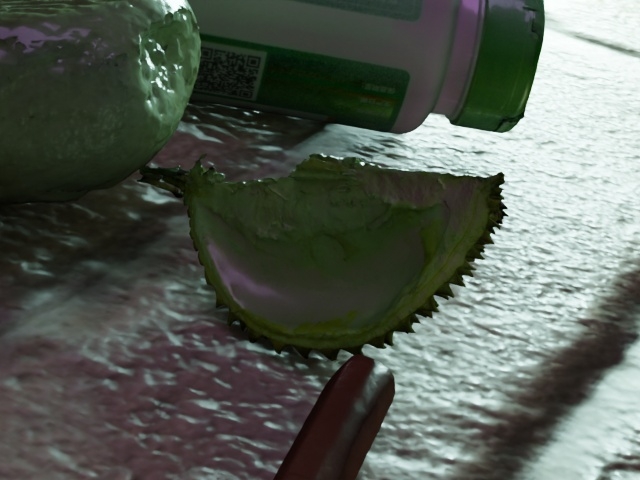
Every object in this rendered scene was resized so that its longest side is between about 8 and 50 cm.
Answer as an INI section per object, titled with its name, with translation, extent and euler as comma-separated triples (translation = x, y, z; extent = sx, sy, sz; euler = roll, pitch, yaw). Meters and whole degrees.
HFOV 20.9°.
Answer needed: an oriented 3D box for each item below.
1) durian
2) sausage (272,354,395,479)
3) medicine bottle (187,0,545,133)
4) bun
[durian]
translation = 0.000, 0.000, 0.866
extent = 0.215, 0.100, 0.086
euler = 1, 20, 31
[sausage]
translation = 0.004, 0.091, 0.765
extent = 0.030, 0.035, 0.147
euler = 37, 27, -2
[medicine bottle]
translation = 0.000, -0.142, 1.110
extent = 0.274, 0.133, 0.133
euler = 9, 27, -6
[bun]
translation = -0.168, -0.077, 0.914
extent = 0.221, 0.108, 0.221
euler = -5, 15, 1
